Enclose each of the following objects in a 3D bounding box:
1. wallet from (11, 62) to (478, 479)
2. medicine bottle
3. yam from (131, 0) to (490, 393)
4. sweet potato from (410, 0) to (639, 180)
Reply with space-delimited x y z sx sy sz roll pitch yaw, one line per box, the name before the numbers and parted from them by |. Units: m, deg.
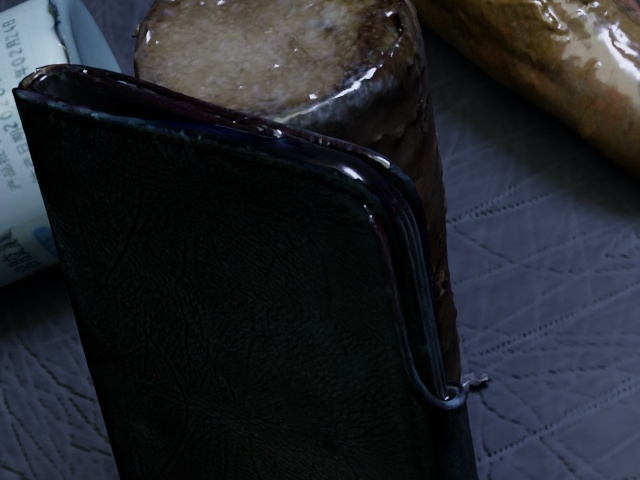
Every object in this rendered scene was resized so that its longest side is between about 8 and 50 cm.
wallet | -0.016 0.075 0.739 0.172 0.318 0.045 14 45 27
medicine bottle | -0.182 -0.041 0.975 0.168 0.135 0.135 -21 55 6
yam | -0.002 0.000 0.809 0.131 0.280 0.131 -4 51 5
sweet potato | 0.082 -0.138 0.965 0.341 0.092 0.114 32 114 31
